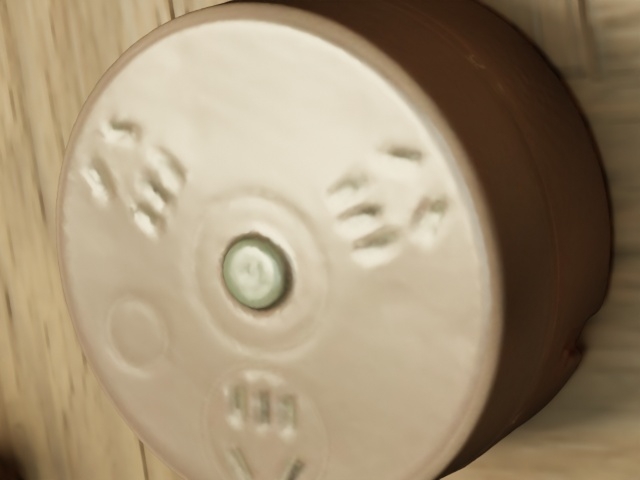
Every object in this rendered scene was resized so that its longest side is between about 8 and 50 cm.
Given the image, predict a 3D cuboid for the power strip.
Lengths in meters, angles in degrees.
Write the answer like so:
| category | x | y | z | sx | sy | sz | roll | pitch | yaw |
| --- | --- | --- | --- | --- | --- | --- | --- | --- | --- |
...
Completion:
| category | x | y | z | sx | sy | sz | roll | pitch | yaw |
| --- | --- | --- | --- | --- | --- | --- | --- | --- | --- |
| power strip | 0.000 | 0.000 | 0.544 | 0.154 | 0.078 | 0.154 | 10 | 109 | 31 |
